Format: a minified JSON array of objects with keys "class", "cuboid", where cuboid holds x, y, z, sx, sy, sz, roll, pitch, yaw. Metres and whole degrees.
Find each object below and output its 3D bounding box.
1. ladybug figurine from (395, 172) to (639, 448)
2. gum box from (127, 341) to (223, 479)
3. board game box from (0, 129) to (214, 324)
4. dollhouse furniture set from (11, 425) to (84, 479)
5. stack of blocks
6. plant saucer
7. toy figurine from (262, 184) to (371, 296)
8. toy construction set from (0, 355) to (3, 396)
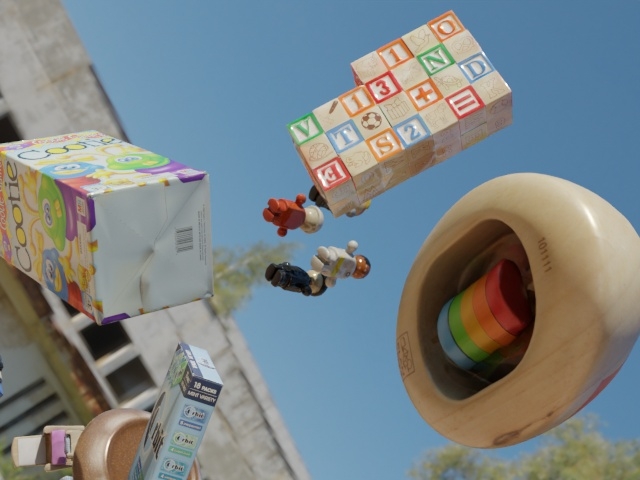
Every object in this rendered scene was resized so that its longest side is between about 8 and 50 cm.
[{"class":"ladybug figurine","cuboid":[0.240,0.091,1.263,0.449,0.162,0.305,137,-52,-57]},{"class":"gum box","cuboid":[-0.173,0.226,1.216,0.041,0.184,0.157,20,3,-15]},{"class":"board game box","cuboid":[-0.253,-0.026,1.173,0.275,0.142,0.144,22,-61,50]},{"class":"dollhouse furniture set","cuboid":[-0.466,0.436,1.662,0.303,0.198,0.286,138,-52,-69]},{"class":"stack of blocks","cuboid":[0.106,-0.183,1.503,0.171,0.297,0.087,60,-3,27]},{"class":"plant saucer","cuboid":[-0.230,0.307,1.373,0.036,0.198,0.198,-39,-97,36]},{"class":"toy figurine","cuboid":[0.000,0.000,2.073,0.209,0.148,0.213,-20,-113,41]},{"class":"toy construction set","cuboid":[-0.652,0.234,1.629,0.309,0.257,0.237,46,-36,16]}]
